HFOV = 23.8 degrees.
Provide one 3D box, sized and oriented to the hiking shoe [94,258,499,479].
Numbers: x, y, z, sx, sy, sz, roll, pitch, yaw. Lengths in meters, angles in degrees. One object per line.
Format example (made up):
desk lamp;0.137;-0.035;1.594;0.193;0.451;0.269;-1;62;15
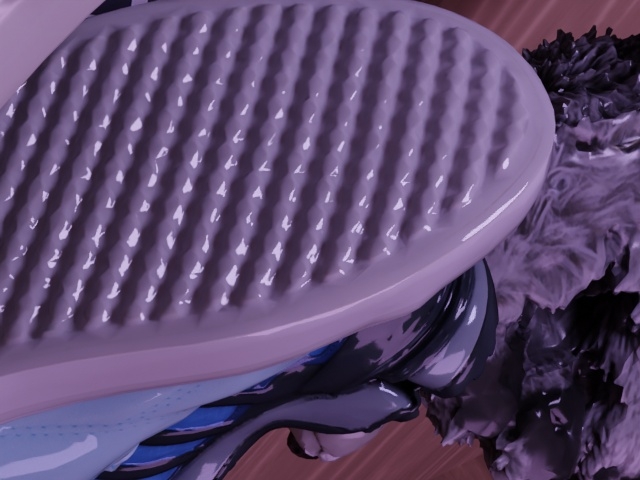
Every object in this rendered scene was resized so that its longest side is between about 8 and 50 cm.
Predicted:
hiking shoe;-0.080;0.053;0.652;0.304;0.113;0.132;-32;127;12

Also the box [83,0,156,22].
box;-0.130;-0.055;0.592;0.318;0.097;0.395;-22;153;-29

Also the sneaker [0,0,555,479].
sneaker;-0.096;0.028;0.529;0.366;0.135;0.150;-19;155;-5

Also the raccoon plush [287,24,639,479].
raccoon plush;0.137;-0.042;0.882;0.446;0.216;0.299;-42;-157;-7

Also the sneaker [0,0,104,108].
sneaker;-0.116;-0.094;0.295;0.350;0.131;0.148;-52;150;19
